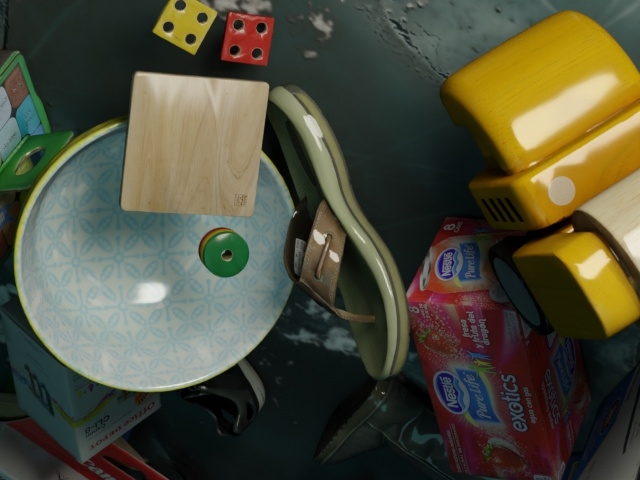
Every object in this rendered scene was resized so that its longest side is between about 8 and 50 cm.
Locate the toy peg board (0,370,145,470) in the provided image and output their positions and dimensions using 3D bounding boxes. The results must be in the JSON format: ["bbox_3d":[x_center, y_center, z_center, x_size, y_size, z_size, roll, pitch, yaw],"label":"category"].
[{"bbox_3d":[-0.311,0.211,2.188,0.161,0.079,0.161,3,148,29],"label":"toy peg board"}]

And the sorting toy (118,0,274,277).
[{"bbox_3d":[-0.124,-0.103,1.674,0.132,0.046,0.275,2,105,-20],"label":"sorting toy"}]

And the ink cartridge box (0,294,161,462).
[{"bbox_3d":[-0.272,0.136,2.008,0.127,0.128,0.176,37,147,30],"label":"ink cartridge box"}]

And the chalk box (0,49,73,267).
[{"bbox_3d":[-0.395,-0.086,1.841,0.289,0.180,0.179,9,135,23],"label":"chalk box"}]

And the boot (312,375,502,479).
[{"bbox_3d":[0.114,0.247,1.986,0.208,0.076,0.189,30,142,-11],"label":"boot"}]

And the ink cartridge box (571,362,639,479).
[{"bbox_3d":[0.376,0.191,1.608,0.166,0.285,0.395,30,139,-1],"label":"ink cartridge box"}]

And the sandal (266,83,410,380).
[{"bbox_3d":[-0.001,-0.001,1.691,0.303,0.086,0.120,66,160,0],"label":"sandal"}]

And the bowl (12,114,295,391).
[{"bbox_3d":[-0.181,-0.005,1.793,0.289,0.289,0.156,52,175,-24],"label":"bowl"}]

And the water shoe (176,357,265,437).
[{"bbox_3d":[-0.138,0.140,2.000,0.073,0.080,0.203,-21,119,41],"label":"water shoe"}]

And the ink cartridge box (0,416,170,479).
[{"bbox_3d":[-0.308,0.324,2.230,0.261,0.066,0.296,-12,138,45],"label":"ink cartridge box"}]

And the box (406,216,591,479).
[{"bbox_3d":[0.182,0.114,1.757,0.122,0.128,0.257,5,134,27],"label":"box"}]

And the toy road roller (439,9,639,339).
[{"bbox_3d":[0.226,-0.064,1.442,0.241,0.202,0.329,59,172,-6],"label":"toy road roller"}]

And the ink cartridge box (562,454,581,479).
[{"bbox_3d":[0.315,0.459,1.828,0.151,0.395,0.270,-5,129,33],"label":"ink cartridge box"}]
